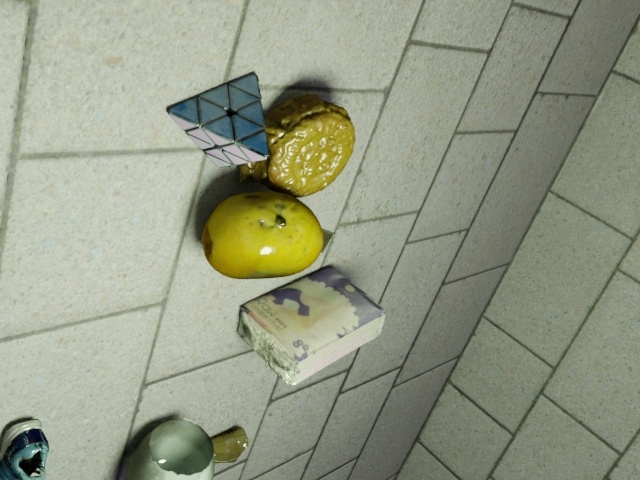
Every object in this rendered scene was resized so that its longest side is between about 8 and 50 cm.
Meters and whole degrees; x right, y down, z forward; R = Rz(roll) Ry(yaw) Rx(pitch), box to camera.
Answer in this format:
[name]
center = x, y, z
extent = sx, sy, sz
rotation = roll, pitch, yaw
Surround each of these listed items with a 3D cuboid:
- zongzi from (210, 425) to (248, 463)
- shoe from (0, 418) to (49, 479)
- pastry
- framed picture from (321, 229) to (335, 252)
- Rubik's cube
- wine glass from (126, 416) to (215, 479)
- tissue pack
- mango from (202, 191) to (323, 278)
[zongzi]
center = -0.320, 0.657, 2.107
extent = 0.189, 0.081, 0.178
rotation = -13, 142, -38
[shoe]
center = -0.636, 0.482, 1.489
extent = 0.091, 0.106, 0.207
rotation = -5, 131, -48
[pastry]
center = -0.039, -0.205, 1.532
extent = 0.235, 0.132, 0.240
rotation = -9, 128, -49
[framed picture]
center = 0.000, 0.000, 1.906
extent = 0.089, 0.006, 0.066
rotation = 16, 109, -57
[Rubik's cube]
center = -0.197, -0.218, 1.325
extent = 0.178, 0.190, 0.211
rotation = 8, 112, -36
[wine glass]
center = -0.401, 0.635, 1.834
extent = 0.238, 0.238, 0.323
rotation = -12, 140, -46
[tissue pack]
center = -0.025, 0.219, 1.873
extent = 0.343, 0.242, 0.125
rotation = -22, 139, -38
[mango]
center = -0.118, 0.007, 1.563
extent = 0.253, 0.182, 0.365
rotation = -10, 163, 11
